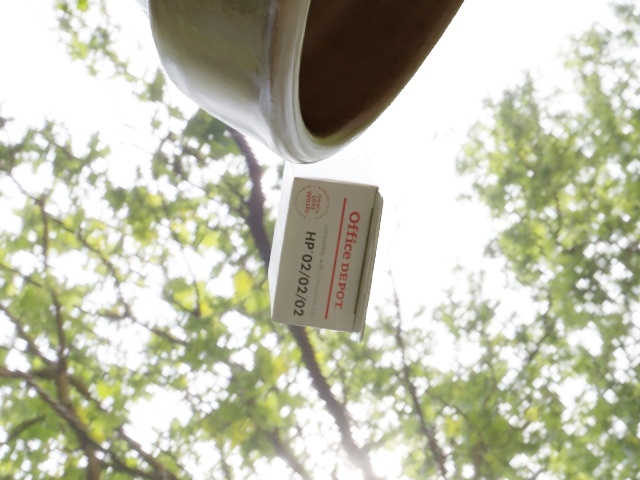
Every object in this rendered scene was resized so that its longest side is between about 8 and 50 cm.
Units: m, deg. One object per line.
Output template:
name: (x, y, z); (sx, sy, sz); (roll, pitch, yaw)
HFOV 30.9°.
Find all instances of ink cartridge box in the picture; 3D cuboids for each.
ink cartridge box: (0.000, 0.000, 0.827); (0.061, 0.104, 0.181); (8, -170, -5)

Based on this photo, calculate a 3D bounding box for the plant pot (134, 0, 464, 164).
plant pot: (-0.041, -0.191, 0.433); (0.229, 0.263, 0.263); (29, -145, 11)
